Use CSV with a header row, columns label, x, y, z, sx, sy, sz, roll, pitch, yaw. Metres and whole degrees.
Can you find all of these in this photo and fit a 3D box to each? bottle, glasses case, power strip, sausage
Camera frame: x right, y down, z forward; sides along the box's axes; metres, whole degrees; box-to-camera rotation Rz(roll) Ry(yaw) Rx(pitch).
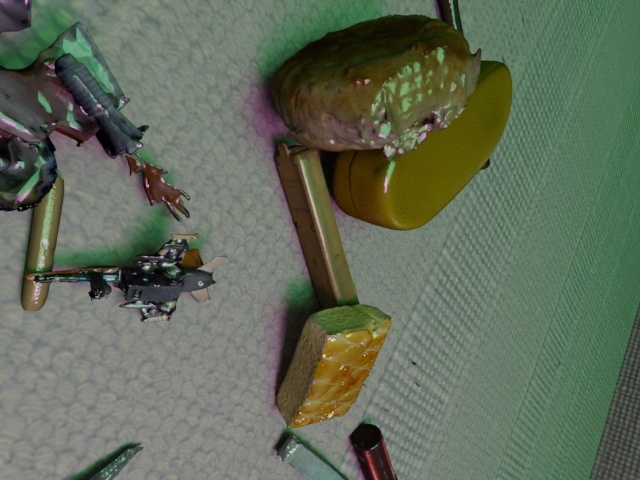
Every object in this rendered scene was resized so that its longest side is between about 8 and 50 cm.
label,x,y,z,sx,sy,sz,roll,pitch,yaw
bottle,0.107,0.420,0.767,0.060,0.060,0.164,-33,117,-33
glasses case,0.165,-0.153,0.668,0.371,0.141,0.173,-41,132,-27
power strip,0.000,0.000,0.604,0.044,0.064,0.305,-29,115,-31
sausage,-0.269,0.003,0.397,0.024,0.024,0.132,8,90,-42

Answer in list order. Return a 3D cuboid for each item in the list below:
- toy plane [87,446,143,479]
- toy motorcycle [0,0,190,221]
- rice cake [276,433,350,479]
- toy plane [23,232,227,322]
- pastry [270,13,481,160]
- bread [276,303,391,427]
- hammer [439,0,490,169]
label,x,y,z,sx,sy,sz,roll,pitch,yaw
toy plane,-0.270,0.319,0.415,0.226,0.058,0.226,38,59,-32
toy motorcycle,-0.247,-0.135,0.324,0.207,0.134,0.401,-51,122,-16
rice cake,-0.004,0.379,0.678,0.043,0.034,0.211,-45,124,-17
toy plane,-0.192,0.045,0.432,0.188,0.062,0.135,-4,131,-48
pastry,0.061,-0.196,0.525,0.257,0.236,0.121,-35,130,-20
bread,0.017,0.183,0.601,0.125,0.068,0.188,-2,124,-40
hammer,0.282,-0.347,0.815,0.168,0.044,0.440,-40,120,-31
